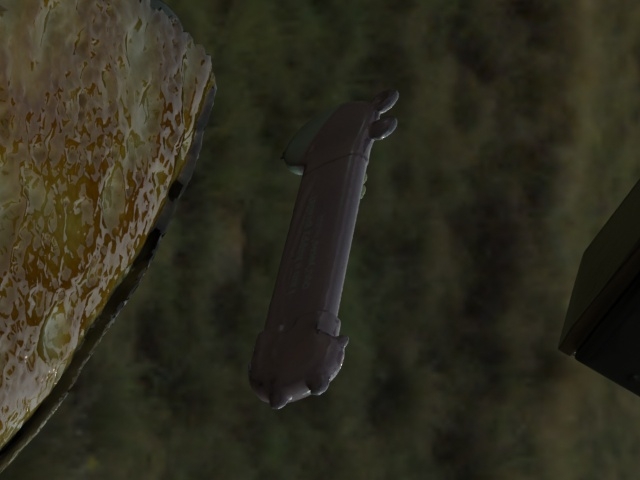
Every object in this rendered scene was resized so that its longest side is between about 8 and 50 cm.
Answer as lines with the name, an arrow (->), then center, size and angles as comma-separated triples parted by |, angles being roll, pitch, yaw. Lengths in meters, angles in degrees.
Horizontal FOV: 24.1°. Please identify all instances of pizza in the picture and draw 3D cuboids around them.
pizza -> -0.202, -0.095, 0.842 | 0.440, 0.130, 0.406 | -65, 149, -47

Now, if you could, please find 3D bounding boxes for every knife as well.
knife -> 0.000, 0.001, 1.310 | 0.038, 0.132, 0.398 | 49, 32, -27

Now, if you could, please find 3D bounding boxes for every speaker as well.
speaker -> 0.332, 0.013, 1.272 | 0.231, 0.153, 0.192 | -60, 180, 40

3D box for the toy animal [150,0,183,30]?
toy animal -> -0.238, -0.222, 1.883 | 0.138, 0.108, 0.236 | 38, 33, -28
